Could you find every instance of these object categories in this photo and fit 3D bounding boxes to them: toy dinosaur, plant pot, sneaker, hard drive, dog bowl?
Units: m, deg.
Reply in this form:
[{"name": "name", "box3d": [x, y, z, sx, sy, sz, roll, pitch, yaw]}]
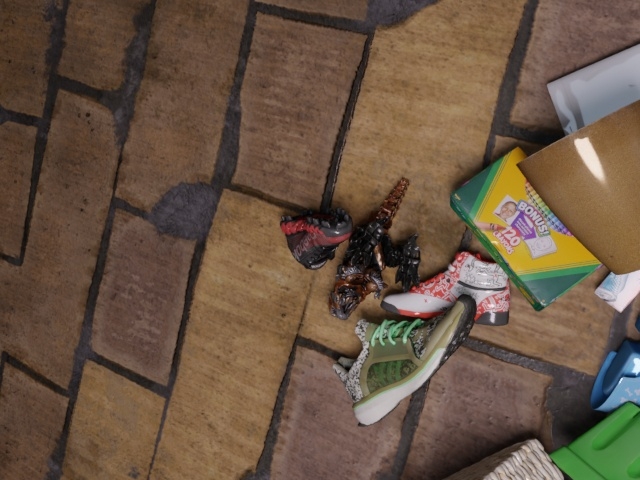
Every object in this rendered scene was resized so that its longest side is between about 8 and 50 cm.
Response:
[{"name": "toy dinosaur", "box3d": [0.104, 0.019, 1.416, 0.165, 0.218, 0.321, 5, 92, -14]}, {"name": "plant pot", "box3d": [0.506, -0.078, 1.139, 0.237, 0.237, 0.254, -28, 88, 25]}, {"name": "sneaker", "box3d": [0.261, 0.092, 1.378, 0.270, 0.090, 0.144, 4, 92, 24]}, {"name": "hard drive", "box3d": [0.606, -0.261, 1.217, 0.308, 0.040, 0.202, -21, 81, 27]}, {"name": "sneaker", "box3d": [0.000, 0.000, 1.460, 0.276, 0.098, 0.135, 1, 107, 64]}, {"name": "dog bowl", "box3d": [0.589, 0.190, 1.172, 0.074, 0.166, 0.297, 27, 103, 13]}, {"name": "sneaker", "box3d": [0.149, 0.221, 1.348, 0.182, 0.158, 0.410, 46, 126, 10]}]

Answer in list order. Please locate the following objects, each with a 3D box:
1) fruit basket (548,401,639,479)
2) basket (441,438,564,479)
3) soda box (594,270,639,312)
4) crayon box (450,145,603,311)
[{"name": "fruit basket", "box3d": [0.540, 0.510, 1.057, 0.393, 0.283, 0.391, -2, 99, -10]}, {"name": "basket", "box3d": [0.325, 0.587, 1.207, 0.328, 0.267, 0.331, 56, 133, 15]}, {"name": "soda box", "box3d": [0.593, 0.045, 1.219, 0.063, 0.058, 0.183, 41, 108, 21]}, {"name": "crayon box", "box3d": [0.401, -0.023, 1.274, 0.165, 0.081, 0.278, -36, 73, -1]}]
